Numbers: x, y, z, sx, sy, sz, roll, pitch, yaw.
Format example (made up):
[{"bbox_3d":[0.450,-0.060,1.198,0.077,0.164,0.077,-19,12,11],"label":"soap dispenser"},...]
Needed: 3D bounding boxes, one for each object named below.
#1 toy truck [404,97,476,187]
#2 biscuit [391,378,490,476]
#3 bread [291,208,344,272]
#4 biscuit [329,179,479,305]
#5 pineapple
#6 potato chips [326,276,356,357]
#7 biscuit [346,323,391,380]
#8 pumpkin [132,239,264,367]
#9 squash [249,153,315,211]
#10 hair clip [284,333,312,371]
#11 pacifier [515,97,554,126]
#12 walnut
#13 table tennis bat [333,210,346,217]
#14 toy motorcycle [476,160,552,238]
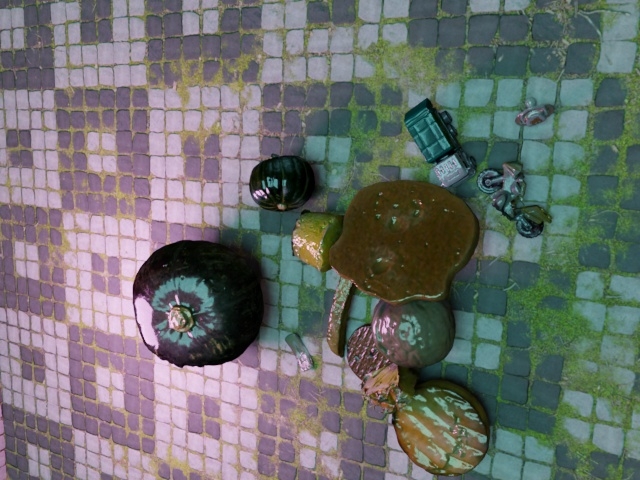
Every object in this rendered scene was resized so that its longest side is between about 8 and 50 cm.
[{"bbox_3d":[0.328,-0.271,1.568,0.114,0.124,0.253,-33,81,30],"label":"toy truck"},{"bbox_3d":[0.363,0.559,1.691,0.296,0.102,0.296,6,103,28],"label":"biscuit"},{"bbox_3d":[0.004,-0.002,1.734,0.171,0.197,0.197,19,106,30],"label":"bread"},{"bbox_3d":[0.233,-0.001,1.574,0.385,0.062,0.365,20,78,28],"label":"biscuit"},{"bbox_3d":[0.220,0.434,1.686,0.114,0.186,0.236,44,155,-9],"label":"pineapple"},{"bbox_3d":[0.078,0.192,1.794,0.057,0.080,0.406,23,107,33],"label":"potato chips"},{"bbox_3d":[0.179,0.365,1.789,0.212,0.036,0.212,6,103,26],"label":"biscuit"},{"bbox_3d":[-0.412,0.210,1.898,0.455,0.344,0.454,2,103,11],"label":"pumpkin"},{"bbox_3d":[-0.120,-0.180,1.762,0.218,0.218,0.172,-1,65,27],"label":"squash"},{"bbox_3d":[-0.074,0.383,1.931,0.054,0.022,0.137,-34,82,26],"label":"hair clip"},{"bbox_3d":[0.554,-0.343,1.471,0.099,0.081,0.078,-19,61,28],"label":"pacifier"},{"bbox_3d":[0.271,0.249,1.613,0.248,0.248,0.248,5,100,27],"label":"walnut"},{"bbox_3d":[0.151,-0.071,1.745,0.234,0.022,0.131,4,100,25],"label":"table tennis bat"},{"bbox_3d":[0.529,-0.118,1.503,0.130,0.094,0.229,-43,83,24],"label":"toy motorcycle"}]
